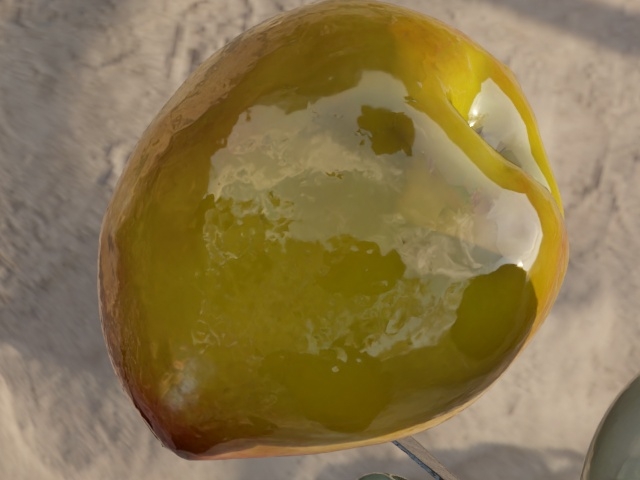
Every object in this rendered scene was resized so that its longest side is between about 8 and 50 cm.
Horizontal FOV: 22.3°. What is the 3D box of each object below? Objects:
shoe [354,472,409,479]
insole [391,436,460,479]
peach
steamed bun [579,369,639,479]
[{"bbox_3d":[-0.010,0.215,0.912,0.098,0.275,0.103,33,118,-1],"label":"shoe"},{"bbox_3d":[0.119,0.242,1.780,0.012,0.309,0.110,-53,144,3],"label":"insole"},{"bbox_3d":[-0.002,-0.003,1.070,0.308,0.289,0.289,-30,112,20],"label":"peach"},{"bbox_3d":[0.251,0.151,0.955,0.232,0.145,0.231,-4,105,-16],"label":"steamed bun"}]
